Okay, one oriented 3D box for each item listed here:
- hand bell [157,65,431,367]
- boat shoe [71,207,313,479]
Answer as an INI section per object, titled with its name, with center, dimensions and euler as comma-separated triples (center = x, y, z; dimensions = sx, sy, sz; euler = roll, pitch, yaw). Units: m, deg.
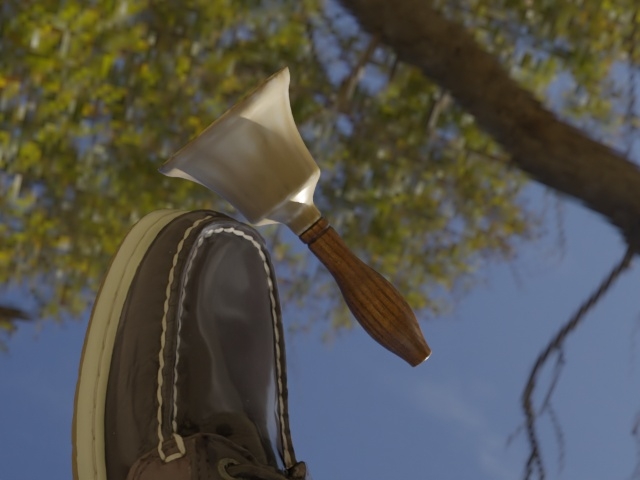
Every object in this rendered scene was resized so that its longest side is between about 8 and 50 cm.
[hand bell]
center = 0.000, 0.000, 1.385
dimensions = 0.242, 0.126, 0.126
euler = 51, -143, -5
[boat shoe]
center = -0.030, 0.123, 0.652
dimensions = 0.103, 0.092, 0.285
euler = 23, -117, -48
